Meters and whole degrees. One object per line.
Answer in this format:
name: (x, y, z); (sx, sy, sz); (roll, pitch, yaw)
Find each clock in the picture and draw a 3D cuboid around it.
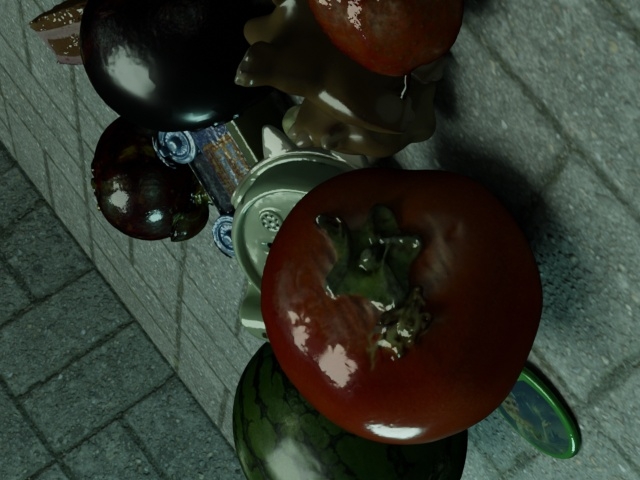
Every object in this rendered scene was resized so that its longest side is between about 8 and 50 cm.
clock: (0.000, 0.000, 1.743); (0.265, 0.108, 0.324); (7, 126, 25)

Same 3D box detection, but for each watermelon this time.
watermelon: (0.042, 0.270, 1.925); (0.363, 0.363, 0.363); (47, 159, 24)

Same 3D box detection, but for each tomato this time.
tomato: (0.099, 0.075, 1.507); (0.321, 0.321, 0.321); (47, 159, 24)

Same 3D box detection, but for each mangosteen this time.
mangosteen: (-0.252, -0.106, 2.267); (0.289, 0.231, 0.231); (10, 151, 4)
mangosteen: (-0.175, -0.288, 1.640); (0.275, 0.275, 0.302); (16, 124, 62)

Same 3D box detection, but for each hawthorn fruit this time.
hawthorn fruit: (0.069, -0.228, 1.301); (0.157, 0.157, 0.194); (30, 143, 52)

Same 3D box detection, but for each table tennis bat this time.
table tennis bat: (0.251, 0.185, 1.733); (0.257, 0.039, 0.160); (56, 159, -8)

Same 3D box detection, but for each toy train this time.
toy train: (-0.106, -0.114, 1.910); (0.202, 0.131, 0.299); (-24, 101, 45)

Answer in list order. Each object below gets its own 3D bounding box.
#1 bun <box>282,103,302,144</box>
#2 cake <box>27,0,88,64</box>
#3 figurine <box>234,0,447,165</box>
bun: (-0.009, -0.151, 1.779); (0.086, 0.055, 0.086); (42, 170, 10)
cake: (-0.374, -0.374, 2.275); (0.295, 0.113, 0.116); (6, 131, 49)
figurine: (0.014, -0.184, 1.457); (0.247, 0.177, 0.173); (13, 170, -16)
